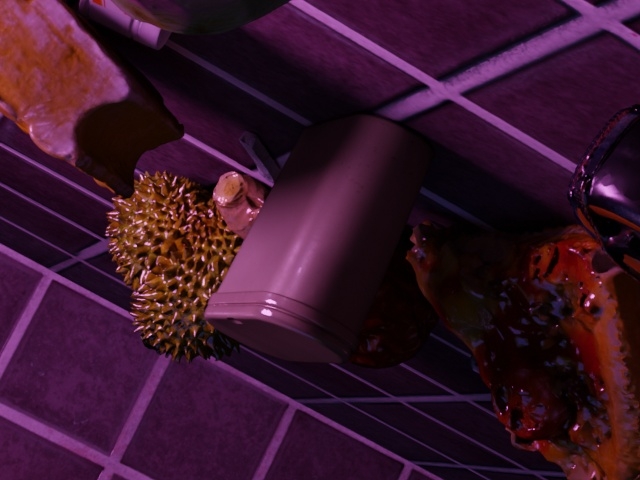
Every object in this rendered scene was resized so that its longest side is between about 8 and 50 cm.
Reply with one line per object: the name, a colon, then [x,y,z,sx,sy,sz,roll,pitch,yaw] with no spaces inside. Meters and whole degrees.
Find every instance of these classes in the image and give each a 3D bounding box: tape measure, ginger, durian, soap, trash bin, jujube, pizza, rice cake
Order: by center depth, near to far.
tape measure: [0.314,-0.016,1.419,0.223,0.135,0.202,33,174,-8]
soap: [-0.289,-0.176,1.791,0.259,0.143,0.281,42,-179,6]
trash bin: [0.000,0.000,1.810,0.121,0.247,0.243,31,165,-19]
pizza: [0.222,0.118,1.894,0.406,0.130,0.440,35,148,41]
rice cake: [-0.072,-0.100,2.047,0.022,0.021,0.121,31,170,23]
jujube: [0.045,0.057,2.114,0.250,0.174,0.174,37,163,-36]
ginger: [-0.046,-0.013,2.199,0.205,0.081,0.115,25,-159,-34]
durian: [-0.165,0.038,2.313,0.291,0.225,0.291,-21,-90,-90]

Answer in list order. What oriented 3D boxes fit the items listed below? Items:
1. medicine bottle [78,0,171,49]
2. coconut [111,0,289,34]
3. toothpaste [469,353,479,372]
medicine bottle: [-0.191,-0.233,1.691,0.089,0.057,0.057,26,166,5]
coconut: [-0.088,-0.238,1.130,0.236,0.236,0.204,16,130,36]
toothpaste: [0.366,0.197,2.230,0.337,0.081,0.067,22,167,15]
